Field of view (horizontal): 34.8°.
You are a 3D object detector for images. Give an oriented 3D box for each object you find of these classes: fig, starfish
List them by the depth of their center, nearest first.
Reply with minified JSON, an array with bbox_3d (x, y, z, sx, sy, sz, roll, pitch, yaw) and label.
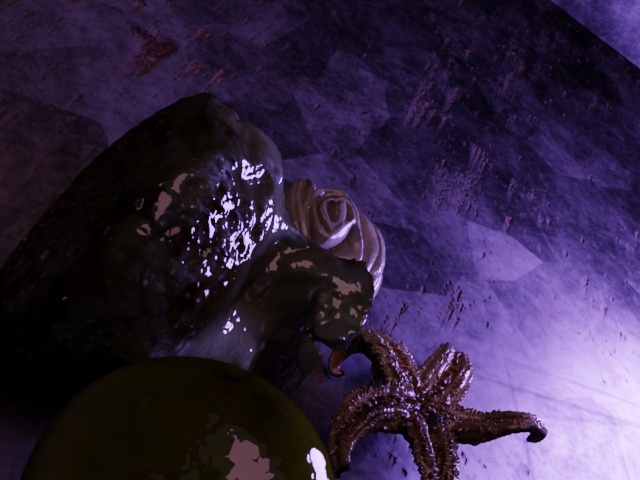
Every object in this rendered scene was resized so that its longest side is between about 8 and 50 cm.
[{"bbox_3d":[-0.125,0.257,0.951,0.316,0.316,0.316,22,41,-20],"label":"fig"},{"bbox_3d":[0.140,0.236,1.322,0.312,0.113,0.303,10,43,-19],"label":"starfish"}]

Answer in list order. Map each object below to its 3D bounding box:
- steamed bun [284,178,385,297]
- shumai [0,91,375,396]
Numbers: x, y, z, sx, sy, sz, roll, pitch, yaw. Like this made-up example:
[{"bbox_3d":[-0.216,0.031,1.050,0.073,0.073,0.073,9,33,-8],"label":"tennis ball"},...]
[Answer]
[{"bbox_3d":[0.001,-0.001,1.410,0.218,0.144,0.211,40,38,0],"label":"steamed bun"},{"bbox_3d":[-0.147,0.055,1.146,0.348,0.395,0.395,47,34,-24],"label":"shumai"}]
